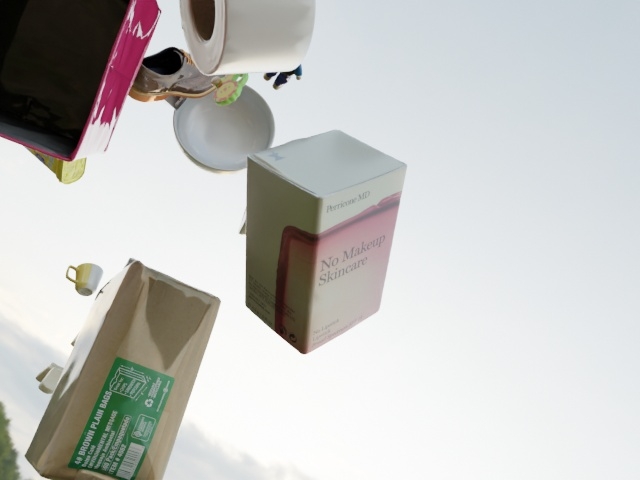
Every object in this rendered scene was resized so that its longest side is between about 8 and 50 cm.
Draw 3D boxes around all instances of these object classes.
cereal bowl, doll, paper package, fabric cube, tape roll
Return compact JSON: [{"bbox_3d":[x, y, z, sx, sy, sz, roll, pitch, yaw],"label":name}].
[{"bbox_3d":[-0.330,-0.372,1.906,0.339,0.339,0.141,43,-19,-1],"label":"cereal bowl"},{"bbox_3d":[-0.104,-0.489,1.545,0.129,0.046,0.189,43,-26,-12],"label":"doll"},{"bbox_3d":[-0.327,0.228,0.923,0.168,0.324,0.310,27,-26,-22],"label":"paper package"},{"bbox_3d":[-0.378,-0.271,0.731,0.254,0.258,0.258,22,6,-14],"label":"fabric cube"},{"bbox_3d":[-0.138,-0.429,1.012,0.246,0.169,0.245,34,-50,53],"label":"tape roll"}]

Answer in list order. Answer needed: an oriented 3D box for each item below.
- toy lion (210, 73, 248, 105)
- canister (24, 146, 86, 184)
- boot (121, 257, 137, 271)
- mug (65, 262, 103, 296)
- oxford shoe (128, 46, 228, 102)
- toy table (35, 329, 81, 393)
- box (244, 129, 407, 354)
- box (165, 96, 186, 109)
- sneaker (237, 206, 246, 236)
[{"bbox_3d":[-0.210,-0.360,1.302,0.034,0.100,0.096,48,10,-50],"label":"toy lion"},{"bbox_3d":[-0.690,-0.244,1.439,0.170,0.073,0.126,39,-49,12],"label":"canister"},{"bbox_3d":[-0.463,0.094,1.292,0.037,0.114,0.106,38,7,-21],"label":"boot"},{"bbox_3d":[-0.553,0.095,1.305,0.078,0.064,0.062,8,-44,-16],"label":"mug"},{"bbox_3d":[-0.403,-0.507,1.666,0.130,0.364,0.133,54,-43,4],"label":"oxford shoe"},{"bbox_3d":[-0.672,0.374,1.594,0.274,0.252,0.161,-39,-71,10],"label":"toy table"},{"bbox_3d":[0.000,0.000,0.704,0.127,0.149,0.232,34,-47,35],"label":"box"},{"bbox_3d":[-0.552,-0.522,1.799,0.231,0.056,0.183,34,-6,47],"label":"box"},{"bbox_3d":[-0.074,-0.038,0.992,0.121,0.079,0.217,18,-16,-11],"label":"sneaker"}]
